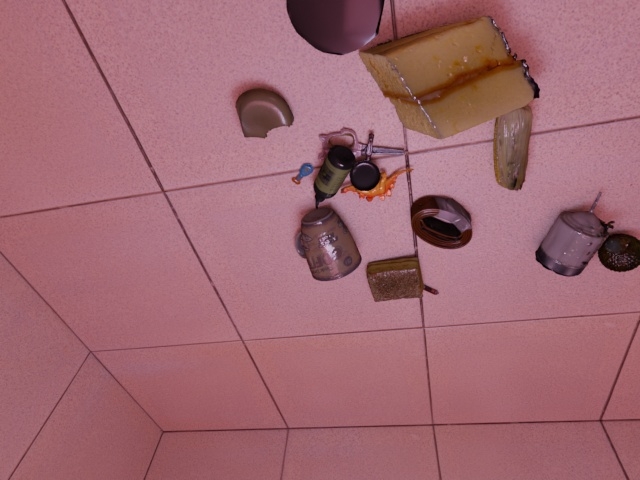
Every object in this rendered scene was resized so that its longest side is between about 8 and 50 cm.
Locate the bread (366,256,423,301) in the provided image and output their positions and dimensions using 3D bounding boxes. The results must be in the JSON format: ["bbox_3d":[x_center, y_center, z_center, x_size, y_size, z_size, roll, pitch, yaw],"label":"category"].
[{"bbox_3d":[0.336,0.172,1.800,0.235,0.110,0.184,-8,122,19],"label":"bread"}]

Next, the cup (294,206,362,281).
[{"bbox_3d":[0.000,0.000,1.674,0.301,0.227,0.256,2,121,43],"label":"cup"}]

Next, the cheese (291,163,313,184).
[{"bbox_3d":[-0.069,-0.260,1.564,0.047,0.017,0.111,37,123,-17],"label":"cheese"}]

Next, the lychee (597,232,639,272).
[{"bbox_3d":[1.199,0.054,1.598,0.172,0.171,0.171,3,128,4],"label":"lychee"}]

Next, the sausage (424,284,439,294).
[{"bbox_3d":[0.475,0.212,1.876,0.199,0.025,0.028,25,91,-15],"label":"sausage"}]

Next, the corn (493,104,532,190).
[{"bbox_3d":[0.660,-0.317,1.374,0.122,0.123,0.305,-10,127,12],"label":"corn"}]

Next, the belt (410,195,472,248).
[{"bbox_3d":[0.483,-0.074,1.600,0.262,0.105,0.184,22,129,-8],"label":"belt"}]

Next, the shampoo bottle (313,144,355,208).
[{"bbox_3d":[0.034,-0.229,1.509,0.101,0.101,0.283,20,144,-10],"label":"shampoo bottle"}]

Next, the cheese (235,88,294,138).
[{"bbox_3d":[-0.194,-0.436,1.391,0.203,0.091,0.175,2,130,5],"label":"cheese"}]

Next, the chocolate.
[{"bbox_3d":[0.054,-0.680,1.112,0.284,0.186,0.283,8,126,11],"label":"chocolate"}]

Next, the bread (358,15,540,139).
[{"bbox_3d":[0.393,-0.513,1.243,0.405,0.242,0.345,-28,120,5],"label":"bread"}]

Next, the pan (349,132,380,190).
[{"bbox_3d":[0.169,-0.286,1.467,0.115,0.040,0.211,8,107,4],"label":"pan"}]

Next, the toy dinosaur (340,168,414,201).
[{"bbox_3d":[0.221,-0.206,1.543,0.289,0.070,0.117,-12,121,10],"label":"toy dinosaur"}]

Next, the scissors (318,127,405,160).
[{"bbox_3d":[0.151,-0.333,1.478,0.318,0.024,0.160,5,127,3],"label":"scissors"}]

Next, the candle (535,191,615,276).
[{"bbox_3d":[0.984,-0.026,1.537,0.188,0.187,0.329,10,126,-2],"label":"candle"}]
